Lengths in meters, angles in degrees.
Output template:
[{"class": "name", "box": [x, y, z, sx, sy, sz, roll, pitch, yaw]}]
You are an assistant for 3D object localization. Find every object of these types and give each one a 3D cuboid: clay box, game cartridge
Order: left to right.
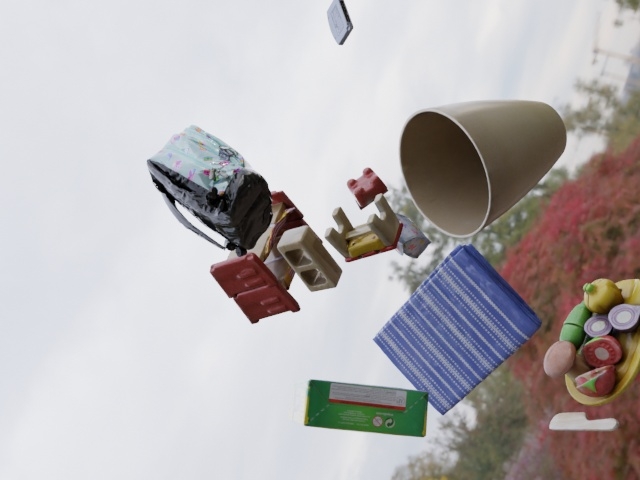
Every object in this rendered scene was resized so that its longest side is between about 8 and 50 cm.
[{"class": "game cartridge", "box": [0.035, -0.411, 1.598, 0.017, 0.083, 0.056, -1, -28, -31]}, {"class": "clay box", "box": [0.034, 0.188, 0.965, 0.222, 0.127, 0.053, 130, 147, -78]}]

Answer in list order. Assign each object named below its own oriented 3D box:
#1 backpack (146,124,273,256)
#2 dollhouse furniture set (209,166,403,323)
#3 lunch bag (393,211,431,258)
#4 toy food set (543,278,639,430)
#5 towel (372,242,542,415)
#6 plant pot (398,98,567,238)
[{"class": "backpack", "box": [-0.158, -0.080, 1.222, 0.115, 0.182, 0.152, -46, -26, -24]}, {"class": "dollhouse furniture set", "box": [0.000, 0.000, 1.549, 0.152, 0.374, 0.201, 53, -142, -29]}, {"class": "lunch bag", "box": [0.142, -0.009, 1.487, 0.053, 0.071, 0.083, -49, -30, 13]}, {"class": "toy food set", "box": [0.345, 0.135, 1.090, 0.128, 0.071, 0.218, -10, 53, 65]}, {"class": "towel", "box": [0.290, 0.194, 1.852, 0.336, 0.243, 0.040, -50, -16, 30]}, {"class": "plant pot", "box": [0.338, -0.170, 1.656, 0.274, 0.256, 0.256, -23, -42, -27]}]
